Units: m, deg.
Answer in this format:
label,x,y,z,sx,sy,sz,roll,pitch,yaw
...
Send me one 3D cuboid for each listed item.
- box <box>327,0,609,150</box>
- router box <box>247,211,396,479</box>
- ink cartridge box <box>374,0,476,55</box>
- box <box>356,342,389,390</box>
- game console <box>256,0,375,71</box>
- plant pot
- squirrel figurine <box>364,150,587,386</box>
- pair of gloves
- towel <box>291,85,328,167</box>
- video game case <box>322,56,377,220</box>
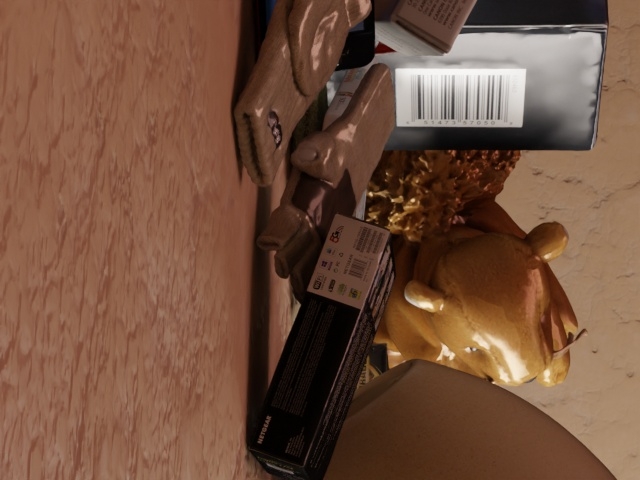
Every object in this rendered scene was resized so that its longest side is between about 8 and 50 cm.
label,x,y,z,sx,sy,sz,roll,pitch,yaw
box,0.153,-0.312,1.873,0.212,0.294,0.395,84,7,-55
router box,0.005,0.083,1.236,0.133,0.046,0.179,74,36,-74
ink cartridge box,0.114,-0.282,1.409,0.275,0.060,0.239,-61,-165,-1
box,0.051,0.317,1.942,0.293,0.073,0.295,80,8,-50
game console,-0.003,-0.179,1.263,0.085,0.124,0.144,-137,-140,-57
plant pot,0.078,0.210,1.393,0.191,0.284,0.284,54,7,-2
squirrel figurine,0.148,0.013,1.969,0.370,0.281,0.397,126,-54,-88
pair of gloves,-0.007,-0.086,1.230,0.240,0.042,0.204,73,34,-52
towel,-0.008,-0.102,1.515,0.110,0.027,0.148,-40,129,-83
video game case,0.019,-0.033,1.541,0.206,0.026,0.227,-68,164,-68
